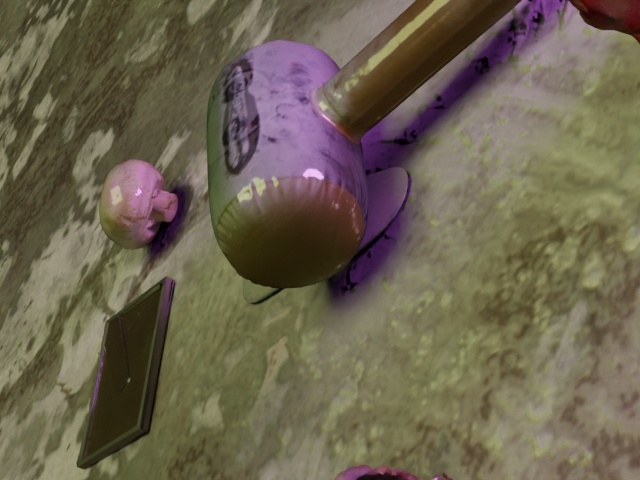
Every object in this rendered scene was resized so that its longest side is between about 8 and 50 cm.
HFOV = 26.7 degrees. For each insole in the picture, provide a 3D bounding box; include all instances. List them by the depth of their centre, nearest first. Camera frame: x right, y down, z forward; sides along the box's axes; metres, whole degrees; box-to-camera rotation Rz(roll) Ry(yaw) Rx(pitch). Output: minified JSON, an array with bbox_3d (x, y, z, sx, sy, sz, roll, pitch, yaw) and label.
[{"bbox_3d":[0.000,0.000,0.986,0.197,0.004,0.065,-32,41,44],"label":"insole"}]

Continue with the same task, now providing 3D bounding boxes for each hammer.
[{"bbox_3d":[0.043,-0.113,0.911,0.305,0.113,0.202,-40,36,25],"label":"hammer"}]

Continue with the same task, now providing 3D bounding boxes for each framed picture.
[{"bbox_3d":[-0.169,0.114,1.169,0.109,0.011,0.149,-32,40,43],"label":"framed picture"}]

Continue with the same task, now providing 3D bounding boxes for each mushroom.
[{"bbox_3d":[-0.166,-0.033,1.228,0.083,0.067,0.083,12,-90,-79],"label":"mushroom"}]

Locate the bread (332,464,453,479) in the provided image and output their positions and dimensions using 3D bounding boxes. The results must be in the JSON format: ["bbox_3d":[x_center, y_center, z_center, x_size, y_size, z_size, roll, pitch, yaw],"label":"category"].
[{"bbox_3d":[0.026,0.191,0.638,0.147,0.152,0.127,-55,37,11],"label":"bread"}]

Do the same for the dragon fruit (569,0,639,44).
[{"bbox_3d":[0.186,-0.146,0.716,0.153,0.111,0.153,-7,58,11],"label":"dragon fruit"}]
